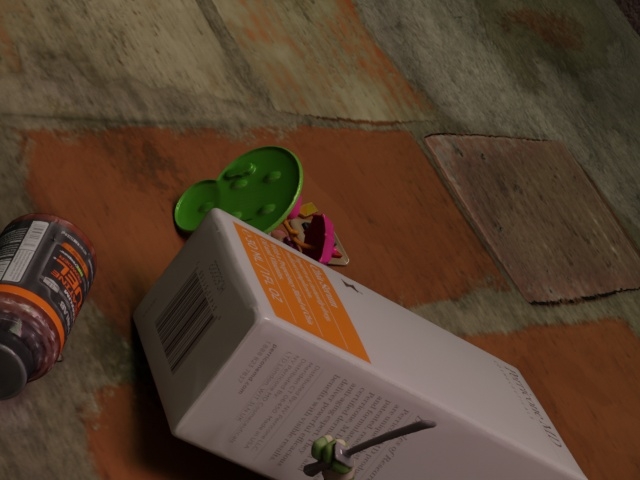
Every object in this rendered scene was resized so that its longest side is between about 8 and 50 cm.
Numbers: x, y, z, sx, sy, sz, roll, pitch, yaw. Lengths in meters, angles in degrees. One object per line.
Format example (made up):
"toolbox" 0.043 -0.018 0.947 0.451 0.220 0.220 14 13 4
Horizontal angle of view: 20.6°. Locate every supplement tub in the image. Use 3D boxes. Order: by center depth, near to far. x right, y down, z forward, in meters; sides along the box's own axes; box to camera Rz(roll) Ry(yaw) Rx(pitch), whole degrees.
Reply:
"supplement tub" -0.286 0.066 1.686 0.106 0.106 0.198 38 32 -16

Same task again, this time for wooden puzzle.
"wooden puzzle" 0.000 0.000 2.210 0.078 0.014 0.116 -8 61 -54

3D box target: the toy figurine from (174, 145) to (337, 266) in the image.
"toy figurine" -0.057 -0.009 2.055 0.159 0.173 0.130 46 41 -44

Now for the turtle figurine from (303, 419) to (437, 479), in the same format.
"turtle figurine" -0.001 0.286 1.625 0.266 0.274 0.198 -14 91 -13

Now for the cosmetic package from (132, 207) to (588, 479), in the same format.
"cosmetic package" 0.043 0.168 1.874 0.453 0.161 0.230 29 18 -30
